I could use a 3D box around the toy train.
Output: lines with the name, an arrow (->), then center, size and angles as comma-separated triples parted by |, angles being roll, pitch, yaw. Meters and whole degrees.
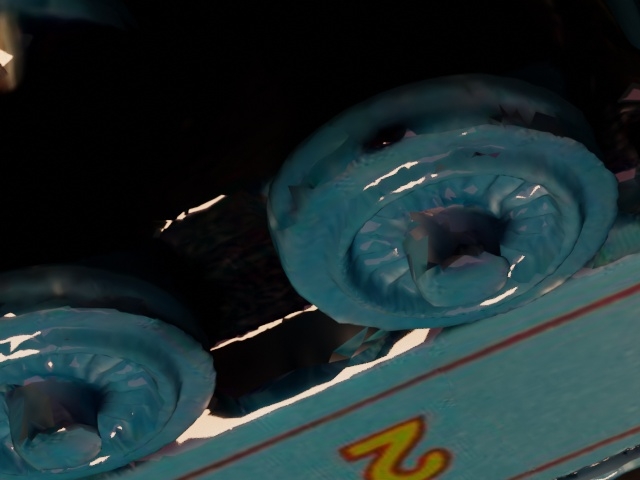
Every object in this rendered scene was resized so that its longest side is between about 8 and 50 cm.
toy train -> 0.000, 0.000, 0.711 | 0.300, 0.188, 0.265 | -24, 143, 13
